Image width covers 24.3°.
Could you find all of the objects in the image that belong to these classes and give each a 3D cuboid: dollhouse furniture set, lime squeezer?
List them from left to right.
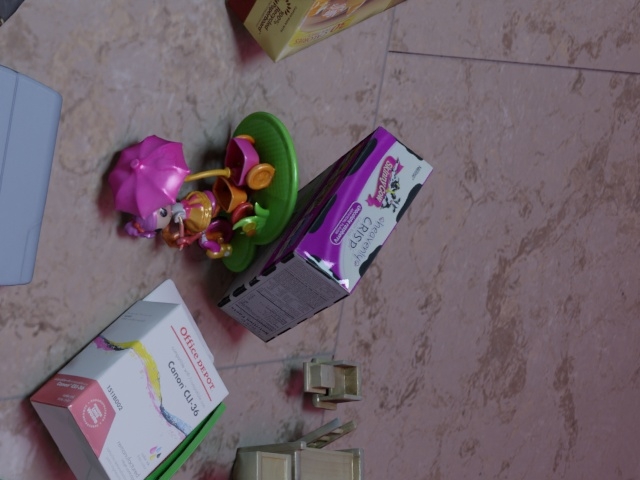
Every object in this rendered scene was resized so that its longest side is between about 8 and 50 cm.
[{"bbox_3d":[-0.210,0.243,1.465,0.310,0.059,0.110,-11,82,-44],"label":"lime squeezer"},{"bbox_3d":[-0.048,0.201,1.615,0.182,0.101,0.161,17,68,-49],"label":"dollhouse furniture set"}]

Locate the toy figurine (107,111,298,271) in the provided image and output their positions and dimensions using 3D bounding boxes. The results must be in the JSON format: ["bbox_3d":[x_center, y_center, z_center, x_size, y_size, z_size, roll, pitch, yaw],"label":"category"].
[{"bbox_3d":[-0.129,-0.042,1.412,0.159,0.130,0.173,-2,131,-34],"label":"toy figurine"}]

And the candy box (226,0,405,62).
[{"bbox_3d":[0.074,-0.306,1.455,0.316,0.087,0.183,-32,169,-37],"label":"candy box"}]

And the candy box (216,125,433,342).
[{"bbox_3d":[0.000,0.000,1.450,0.071,0.233,0.159,39,66,-9],"label":"candy box"}]

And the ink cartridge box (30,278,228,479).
[{"bbox_3d":[-0.167,0.137,1.423,0.198,0.067,0.115,-45,122,-35],"label":"ink cartridge box"}]

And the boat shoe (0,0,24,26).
[{"bbox_3d":[-0.258,-0.197,1.007,0.130,0.355,0.132,-34,114,6],"label":"boat shoe"}]

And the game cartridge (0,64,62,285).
[{"bbox_3d":[-0.340,-0.060,1.188,0.297,0.062,0.198,0,109,-48],"label":"game cartridge"}]
